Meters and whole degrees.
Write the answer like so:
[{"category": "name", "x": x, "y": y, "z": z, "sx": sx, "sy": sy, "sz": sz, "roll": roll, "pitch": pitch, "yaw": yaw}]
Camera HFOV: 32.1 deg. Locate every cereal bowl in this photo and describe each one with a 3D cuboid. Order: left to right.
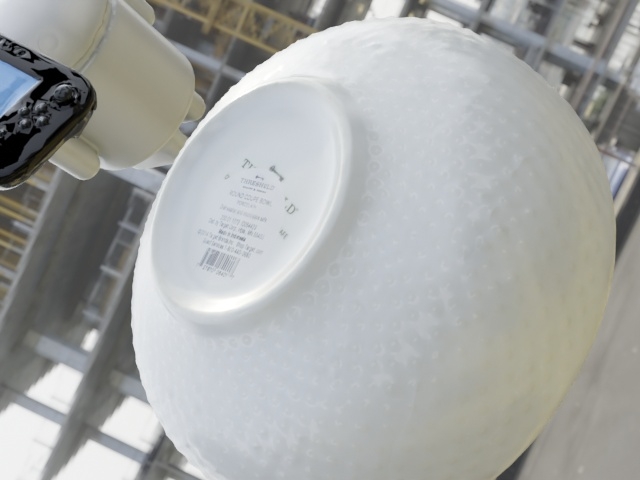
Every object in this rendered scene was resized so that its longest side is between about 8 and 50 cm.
[{"category": "cereal bowl", "x": 0.000, "y": 0.000, "z": 0.692, "sx": 0.141, "sy": 0.339, "sz": 0.339, "roll": 33, "pitch": -101, "yaw": -43}]

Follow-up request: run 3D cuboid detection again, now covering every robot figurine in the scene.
[{"category": "robot figurine", "x": -0.311, "y": -0.229, "z": 1.494, "sx": 0.353, "sy": 0.200, "sz": 0.299, "roll": 41, "pitch": -130, "yaw": -43}]

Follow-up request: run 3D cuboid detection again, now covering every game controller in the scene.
[{"category": "game controller", "x": -0.397, "y": -0.165, "z": 1.215, "sx": 0.166, "sy": 0.319, "sz": 0.067, "roll": -46, "pitch": -30, "yaw": -31}]
